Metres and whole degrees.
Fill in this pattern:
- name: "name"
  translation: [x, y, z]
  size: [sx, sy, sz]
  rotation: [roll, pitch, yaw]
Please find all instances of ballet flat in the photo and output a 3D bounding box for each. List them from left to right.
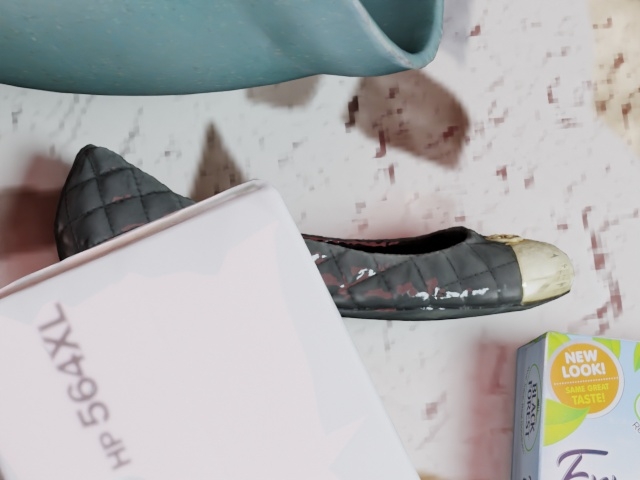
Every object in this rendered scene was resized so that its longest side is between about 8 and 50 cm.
- name: "ballet flat"
  translation: [0.000, 0.000, 0.542]
  size: [0.173, 0.057, 0.049]
  rotation: [5, 90, -7]

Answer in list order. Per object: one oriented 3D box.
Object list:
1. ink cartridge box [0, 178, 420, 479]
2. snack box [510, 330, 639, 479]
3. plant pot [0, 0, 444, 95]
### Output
- name: "ink cartridge box"
  translation: [-0.031, 0.086, 0.443]
  size: [0.086, 0.203, 0.148]
  rotation: [-24, 83, -14]
- name: "snack box"
  translation: [0.114, 0.107, 0.550]
  size: [0.100, 0.037, 0.141]
  rotation: [7, 76, -9]
- name: "plant pot"
  translation: [-0.099, -0.167, 0.471]
  size: [0.196, 0.293, 0.293]
  rotation: [-13, 79, 14]
